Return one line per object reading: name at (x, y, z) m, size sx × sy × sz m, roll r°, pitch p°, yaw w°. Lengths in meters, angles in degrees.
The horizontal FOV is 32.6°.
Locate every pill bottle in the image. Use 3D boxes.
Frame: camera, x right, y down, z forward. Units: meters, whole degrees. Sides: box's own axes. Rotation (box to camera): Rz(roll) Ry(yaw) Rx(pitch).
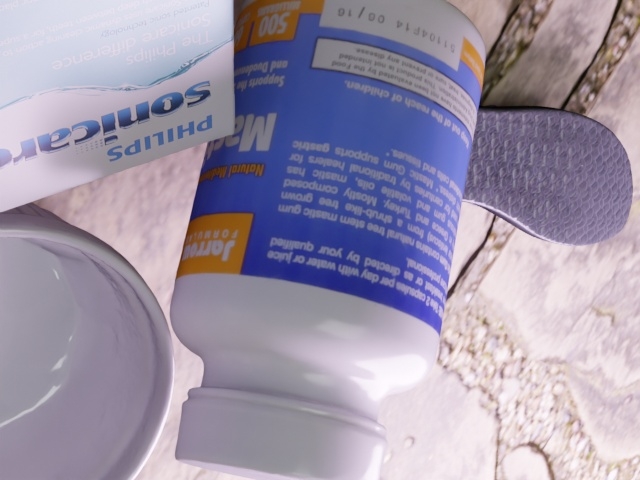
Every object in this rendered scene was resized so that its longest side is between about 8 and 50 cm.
pill bottle at (0.000, 0.000, 0.620) m, size 0.152 × 0.152 × 0.272 m, roll 23°, pitch 71°, yaw -36°

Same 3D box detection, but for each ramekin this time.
ramekin at (-0.198, 0.069, 0.619) m, size 0.207 × 0.109 × 0.207 m, roll -13°, pitch 117°, yaw -27°

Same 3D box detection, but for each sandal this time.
sandal at (0.123, -0.060, 0.797) m, size 0.254 × 0.054 × 0.097 m, roll 12°, pitch 97°, yaw -24°

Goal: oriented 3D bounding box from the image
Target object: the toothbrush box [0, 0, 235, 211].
toothbrush box at (-0.157, -0.149, 0.461) m, size 0.216 × 0.126 × 0.295 m, roll -22°, pitch 146°, yaw -18°
